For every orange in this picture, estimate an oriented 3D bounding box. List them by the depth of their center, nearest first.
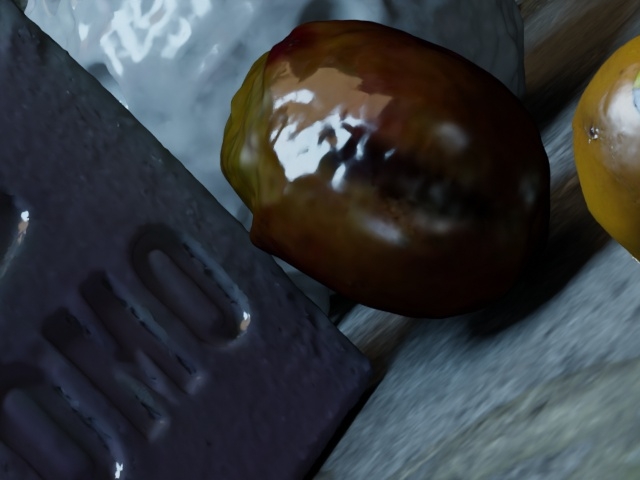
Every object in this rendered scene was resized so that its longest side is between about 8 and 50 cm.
[{"bbox_3d":[0.118,-0.028,0.483,0.083,0.083,0.083,-43,7,6],"label":"orange"}]

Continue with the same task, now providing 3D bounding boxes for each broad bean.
[{"bbox_3d":[0.031,-0.035,0.725,0.228,0.156,0.122,-120,50,-78],"label":"broad bean"}]

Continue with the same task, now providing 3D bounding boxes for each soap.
[{"bbox_3d":[-0.157,0.062,0.674,0.107,0.285,0.296,-40,8,43],"label":"soap"}]

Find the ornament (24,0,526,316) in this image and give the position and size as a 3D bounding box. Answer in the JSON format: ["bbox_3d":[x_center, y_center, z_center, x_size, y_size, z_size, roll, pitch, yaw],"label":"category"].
[{"bbox_3d":[-0.037,-0.126,1.025,0.337,0.337,0.337,-43,7,6],"label":"ornament"}]
